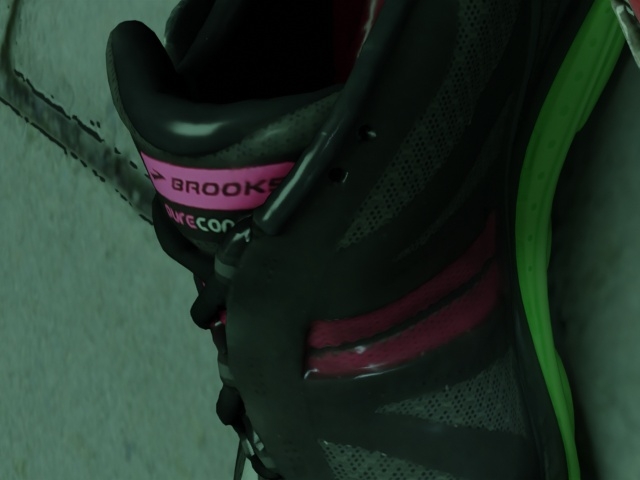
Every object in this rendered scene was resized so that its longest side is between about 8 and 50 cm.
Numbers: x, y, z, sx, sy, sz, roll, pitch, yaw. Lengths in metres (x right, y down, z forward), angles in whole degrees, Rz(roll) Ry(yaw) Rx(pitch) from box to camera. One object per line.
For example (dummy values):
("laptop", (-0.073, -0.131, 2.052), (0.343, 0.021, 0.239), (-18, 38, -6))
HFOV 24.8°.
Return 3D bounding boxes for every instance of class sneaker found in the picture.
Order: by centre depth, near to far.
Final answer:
("sneaker", (0.000, 0.000, 0.569), (0.185, 0.202, 0.483), (13, 98, 51))

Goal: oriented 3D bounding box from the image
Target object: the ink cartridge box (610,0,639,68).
("ink cartridge box", (0.175, -0.082, 0.182), (0.309, 0.272, 0.130), (117, 138, -59))
